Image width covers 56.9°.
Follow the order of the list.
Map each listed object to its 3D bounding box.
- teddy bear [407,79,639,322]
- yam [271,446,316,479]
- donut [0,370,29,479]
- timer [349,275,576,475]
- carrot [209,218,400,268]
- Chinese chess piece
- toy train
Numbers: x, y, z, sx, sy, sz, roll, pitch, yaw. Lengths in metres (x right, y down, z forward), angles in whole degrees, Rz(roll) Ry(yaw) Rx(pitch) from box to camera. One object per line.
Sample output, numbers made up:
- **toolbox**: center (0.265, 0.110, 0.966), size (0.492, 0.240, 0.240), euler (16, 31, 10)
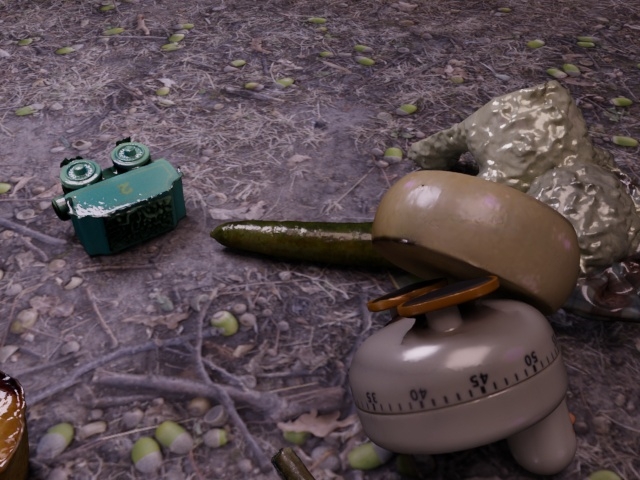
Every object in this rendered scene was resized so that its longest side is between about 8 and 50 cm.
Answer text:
- **teddy bear**: center (0.339, -0.050, 0.944), size (0.327, 0.375, 0.362), euler (-16, 86, -16)
- **yam**: center (-0.007, 0.280, 0.639), size (0.033, 0.027, 0.129), euler (3, 28, -45)
- **donut**: center (-0.402, 0.220, 0.658), size (0.151, 0.112, 0.295), euler (-22, 46, -29)
- **timer**: center (0.156, 0.166, 0.649), size (0.233, 0.240, 0.233), euler (-18, 0, 0)
- **carrot**: center (0.000, 0.000, 0.919), size (0.358, 0.074, 0.074), euler (4, 42, 7)
- **Chinese chess piece**: center (0.186, 0.006, 0.722), size (0.250, 0.251, 0.097), euler (19, 80, 21)
- **toy train**: center (-0.329, -0.071, 0.979), size (0.203, 0.112, 0.163), euler (-27, 55, -25)
